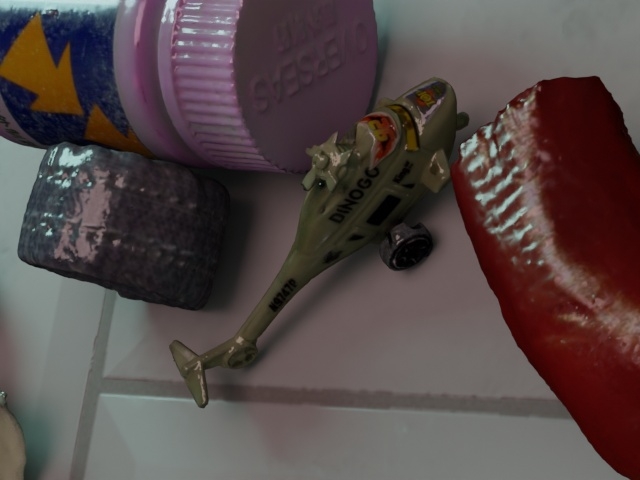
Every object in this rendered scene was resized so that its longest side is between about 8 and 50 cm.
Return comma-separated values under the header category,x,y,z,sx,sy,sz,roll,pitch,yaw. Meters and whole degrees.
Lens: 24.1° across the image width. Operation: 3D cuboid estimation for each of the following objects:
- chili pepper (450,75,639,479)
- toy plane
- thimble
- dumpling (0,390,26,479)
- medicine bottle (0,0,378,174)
category,x,y,z,sx,sy,sz,roll,pitch,yaw
chili pepper,0.193,0.067,0.855,0.131,0.134,0.338,-30,58,3
toy plane,0.000,0.000,1.044,0.286,0.108,0.092,-52,53,24
thimble,-0.144,-0.010,1.115,0.150,0.150,0.098,9,82,37
dumpling,-0.351,0.173,1.192,0.126,0.215,0.167,-141,52,-65
medicine bottle,-0.119,-0.145,1.123,0.290,0.178,0.178,10,79,37
